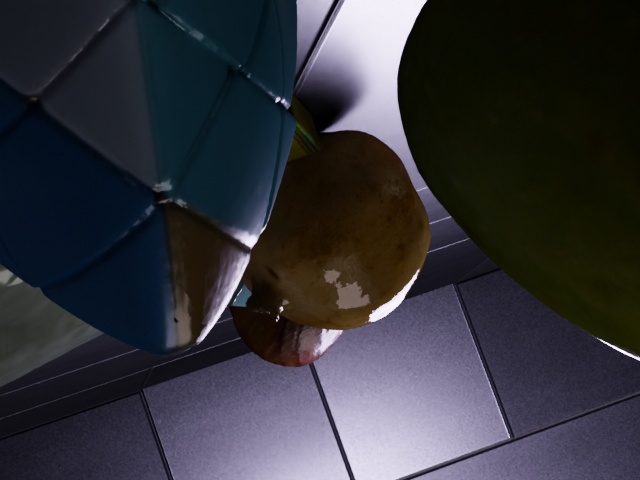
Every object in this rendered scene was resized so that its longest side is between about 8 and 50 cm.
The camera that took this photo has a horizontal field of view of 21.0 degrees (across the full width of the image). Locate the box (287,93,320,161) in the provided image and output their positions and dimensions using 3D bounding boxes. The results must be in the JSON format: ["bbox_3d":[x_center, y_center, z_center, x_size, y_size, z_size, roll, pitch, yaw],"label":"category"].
[{"bbox_3d":[-0.142,-0.050,1.399,0.279,0.041,0.153,-21,171,5],"label":"box"}]

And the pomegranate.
[{"bbox_3d":[0.000,0.000,1.555,0.196,0.196,0.196,-20,172,-3],"label":"pomegranate"}]

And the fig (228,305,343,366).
[{"bbox_3d":[-0.024,0.045,2.012,0.202,0.148,0.149,-60,-170,27],"label":"fig"}]

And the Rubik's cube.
[{"bbox_3d":[-0.082,-0.074,0.770,0.254,0.254,0.254,-20,172,-3],"label":"Rubik's cube"}]

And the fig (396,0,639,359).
[{"bbox_3d":[0.195,-0.070,1.076,0.258,0.326,0.258,-22,153,-12],"label":"fig"}]

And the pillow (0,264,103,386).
[{"bbox_3d":[-0.262,0.017,1.160,0.310,0.138,0.283,-21,157,17],"label":"pillow"}]

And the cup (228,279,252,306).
[{"bbox_3d":[-0.031,0.007,1.743,0.148,0.134,0.236,-28,168,31],"label":"cup"}]
